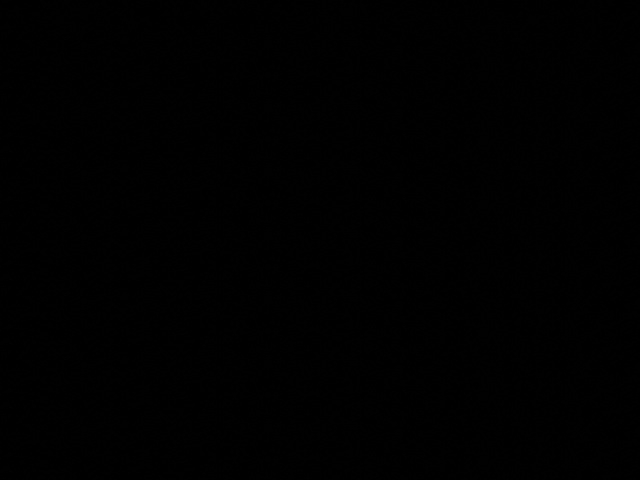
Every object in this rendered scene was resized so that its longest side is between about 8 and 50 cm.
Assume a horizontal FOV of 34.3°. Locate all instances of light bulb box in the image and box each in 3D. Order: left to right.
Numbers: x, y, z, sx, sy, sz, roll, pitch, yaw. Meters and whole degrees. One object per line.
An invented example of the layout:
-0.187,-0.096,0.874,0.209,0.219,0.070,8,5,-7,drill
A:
0.000,0.000,0.238,0.225,0.361,0.358,22,46,-27,light bulb box
